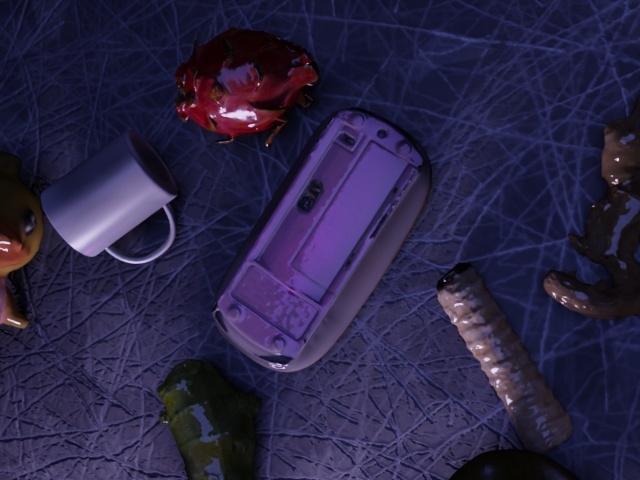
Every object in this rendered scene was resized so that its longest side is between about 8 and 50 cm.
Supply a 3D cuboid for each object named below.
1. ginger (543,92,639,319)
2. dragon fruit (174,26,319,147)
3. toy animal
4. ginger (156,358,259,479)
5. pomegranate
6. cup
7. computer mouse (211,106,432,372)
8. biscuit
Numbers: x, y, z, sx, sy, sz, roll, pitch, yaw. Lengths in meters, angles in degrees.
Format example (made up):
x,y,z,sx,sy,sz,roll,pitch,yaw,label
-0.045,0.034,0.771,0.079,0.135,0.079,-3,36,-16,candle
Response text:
x,y,z,sx,sy,sz,roll,pitch,yaw,label
0.346,-0.033,0.894,0.149,0.065,0.258,21,86,0,ginger
-0.083,-0.182,0.960,0.166,0.133,0.136,-17,126,12,dragon fruit
-0.425,0.027,1.008,0.169,0.195,0.281,38,102,51,toy animal
-0.142,0.286,0.966,0.137,0.089,0.289,10,91,20,ginger
0.187,0.306,0.835,0.179,0.210,0.179,4,98,35,pomegranate
-0.241,-0.046,1.010,0.133,0.136,0.099,-36,47,8,cup
0.000,0.000,0.956,0.158,0.072,0.310,33,94,13,computer mouse
0.196,0.126,0.916,0.061,0.055,0.219,-31,81,-7,biscuit
